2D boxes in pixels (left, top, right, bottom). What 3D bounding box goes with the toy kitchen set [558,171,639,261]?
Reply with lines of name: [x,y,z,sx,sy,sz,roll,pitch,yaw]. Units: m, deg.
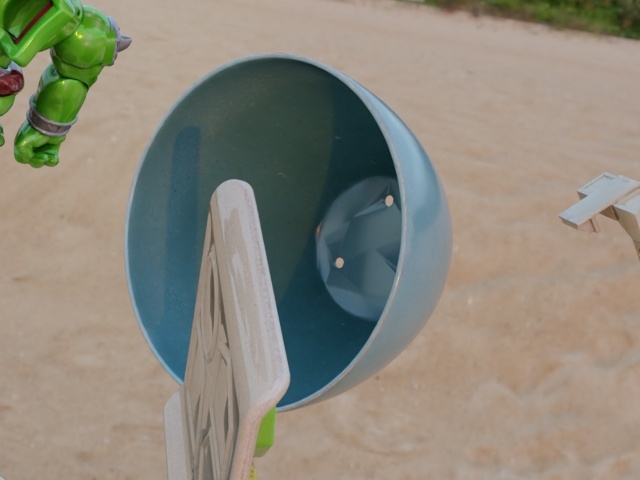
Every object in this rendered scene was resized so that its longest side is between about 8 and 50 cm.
toy kitchen set: [0.253,-0.004,0.955,0.068,0.075,0.083,-31,26,-10]

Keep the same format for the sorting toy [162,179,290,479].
sorting toy: [-0.057,0.097,0.680,0.038,0.208,0.193,6,37,-17]

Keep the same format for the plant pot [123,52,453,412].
plant pot: [0.000,0.000,0.967,0.290,0.290,0.195,18,7,35]

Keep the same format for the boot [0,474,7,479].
boot: [-0.493,0.321,1.310,0.095,0.262,0.203,-29,24,32]

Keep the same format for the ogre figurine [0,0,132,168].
ogre figurine: [-0.198,-0.123,0.665,0.197,0.118,0.097,48,15,-30]
